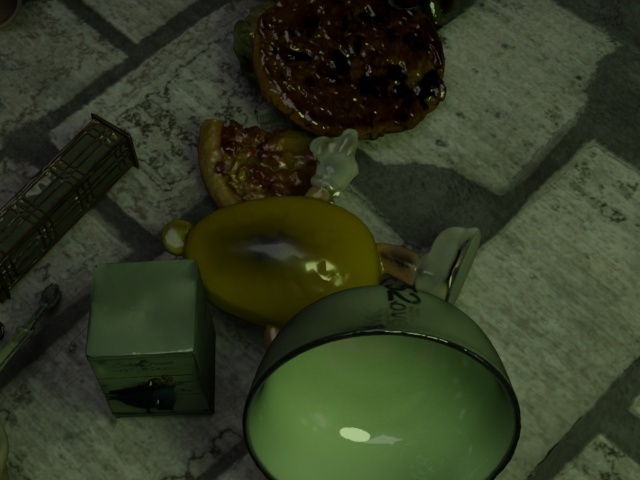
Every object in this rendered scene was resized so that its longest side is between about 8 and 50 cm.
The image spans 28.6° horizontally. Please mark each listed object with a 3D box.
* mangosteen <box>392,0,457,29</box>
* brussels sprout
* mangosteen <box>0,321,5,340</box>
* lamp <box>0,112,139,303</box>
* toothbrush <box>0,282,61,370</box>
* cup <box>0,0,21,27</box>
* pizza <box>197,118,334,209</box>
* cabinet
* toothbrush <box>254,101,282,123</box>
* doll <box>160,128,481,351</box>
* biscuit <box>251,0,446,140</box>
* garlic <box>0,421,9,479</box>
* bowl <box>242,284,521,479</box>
[{"bbox_3d":[0.186,-0.480,2.169,0.194,0.194,0.230,5,83,7],"label":"mangosteen"},{"bbox_3d":[-0.078,-0.331,2.130,0.139,0.100,0.181,-10,38,-5],"label":"brussels sprout"},{"bbox_3d":[-0.561,0.143,1.811,0.184,0.172,0.172,39,67,14],"label":"mangosteen"},{"bbox_3d":[-0.425,-0.054,1.975,0.090,0.089,0.325,32,65,21],"label":"lamp"},{"bbox_3d":[-0.437,0.144,1.808,0.026,0.028,0.294,13,33,7],"label":"toothbrush"},{"bbox_3d":[-0.633,-0.499,2.242,0.253,0.191,0.200,-21,47,29],"label":"cup"},{"bbox_3d":[-0.069,-0.115,1.993,0.229,0.081,0.289,-26,59,-12],"label":"pizza"},{"bbox_3d":[-0.231,0.147,1.757,0.145,0.206,0.150,-3,57,2],"label":"cabinet"},{"bbox_3d":[0.029,-0.264,2.120,0.307,0.029,0.025,-24,44,-14],"label":"toothbrush"},{"bbox_3d":[0.022,0.028,1.828,0.423,0.161,0.348,42,73,15],"label":"doll"},{"bbox_3d":[0.045,-0.293,2.055,0.334,0.081,0.289,-4,71,-22],"label":"biscuit"},{"bbox_3d":[-0.522,0.346,1.672,0.203,0.185,0.281,14,80,15],"label":"garlic"},{"bbox_3d":[0.080,0.186,1.656,0.354,0.354,0.185,-1,39,3],"label":"bowl"}]
